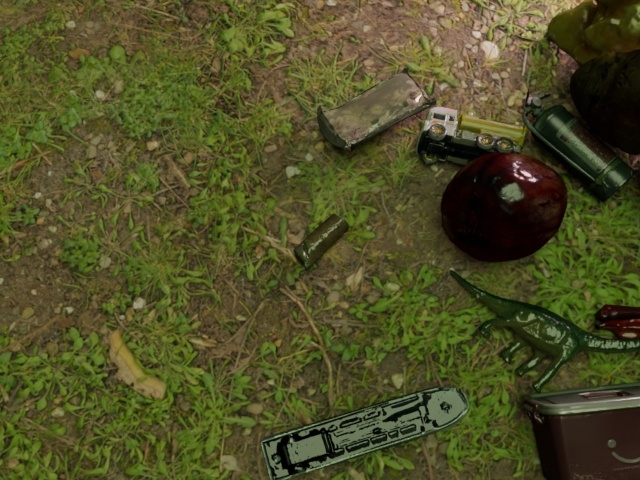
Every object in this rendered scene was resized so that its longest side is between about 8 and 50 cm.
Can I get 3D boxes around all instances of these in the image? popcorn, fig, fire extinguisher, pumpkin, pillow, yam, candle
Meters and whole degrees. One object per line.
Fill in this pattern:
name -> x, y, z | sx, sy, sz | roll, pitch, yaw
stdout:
popcorn -> 0.662, -0.468, 1.323 | 0.321, 0.290, 0.326 | 22, 78, 9
fig -> 0.374, -0.073, 1.286 | 0.263, 0.224, 0.224 | -11, 75, -5
fire extinguisher -> 0.531, -0.215, 1.370 | 0.118, 0.093, 0.294 | -37, 76, -23
pumpkin -> 0.580, -0.265, 1.244 | 0.169, 0.312, 0.148 | 15, 73, -1
pillow -> 0.122, -0.283, 1.420 | 0.255, 0.059, 0.169 | -28, 47, -6
yam -> 0.000, 0.000, 1.374 | 0.132, 0.054, 0.054 | -43, 77, -7
candle -> 0.704, 0.168, 1.281 | 0.301, 0.059, 0.084 | -1, 91, 4

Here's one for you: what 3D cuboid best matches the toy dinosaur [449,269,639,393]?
toy dinosaur -> 0.489, 0.151, 1.269 | 0.301, 0.087, 0.447 | -41, 71, 2

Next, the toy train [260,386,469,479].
toy train -> 0.091, 0.371, 1.256 | 0.407, 0.088, 0.086 | -16, 77, 0

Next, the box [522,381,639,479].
box -> 0.539, 0.362, 1.183 | 0.294, 0.193, 0.167 | -7, 84, 3

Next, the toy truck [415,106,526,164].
toy truck -> 0.326, -0.218, 1.381 | 0.227, 0.098, 0.114 | 12, 57, 5
